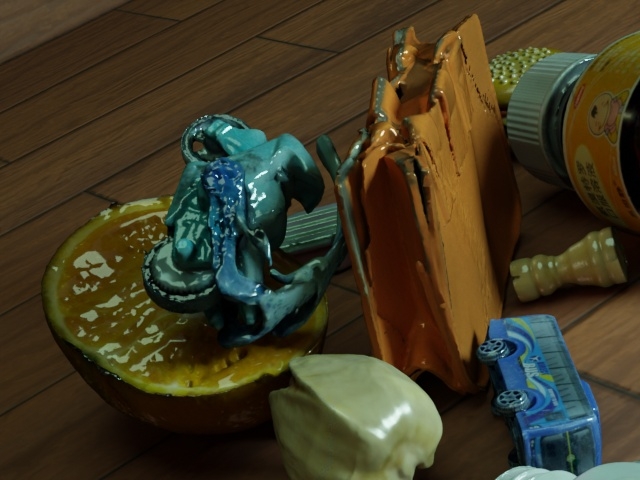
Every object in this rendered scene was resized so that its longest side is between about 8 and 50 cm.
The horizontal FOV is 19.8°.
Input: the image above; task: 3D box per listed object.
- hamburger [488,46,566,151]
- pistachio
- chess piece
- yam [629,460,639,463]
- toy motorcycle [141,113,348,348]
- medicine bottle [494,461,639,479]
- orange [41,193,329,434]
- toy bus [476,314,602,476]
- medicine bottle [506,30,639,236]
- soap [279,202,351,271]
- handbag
[{"bbox_3d":[0.268,-0.184,2.397,0.162,0.115,0.162,-16,26,8],"label":"hamburger"},{"bbox_3d":[0.023,0.179,1.750,0.157,0.157,0.229,-25,18,-15],"label":"pistachio"},{"bbox_3d":[0.272,0.030,2.015,0.122,0.066,0.066,-16,24,17],"label":"chess piece"},{"bbox_3d":[0.333,0.218,1.561,0.169,0.068,0.068,-6,27,25],"label":"yam"},{"bbox_3d":[-0.068,-0.020,1.887,0.206,0.154,0.260,9,53,9],"label":"toy motorcycle"},{"bbox_3d":[0.264,0.269,1.439,0.179,0.124,0.324,-42,31,-25],"label":"medicine bottle"},{"bbox_3d":[-0.150,0.078,1.966,0.274,0.310,0.274,-44,-6,-6],"label":"orange"},{"bbox_3d":[0.211,0.150,1.777,0.094,0.079,0.236,-15,24,2],"label":"toy bus"},{"bbox_3d":[0.369,-0.117,2.075,0.242,0.242,0.395,-25,11,-14],"label":"medicine bottle"},{"bbox_3d":[0.000,0.000,2.263,0.149,0.056,0.100,-14,27,10],"label":"soap"},{"bbox_3d":[0.119,-0.040,1.971,0.116,0.303,0.410,-7,27,16],"label":"handbag"}]
